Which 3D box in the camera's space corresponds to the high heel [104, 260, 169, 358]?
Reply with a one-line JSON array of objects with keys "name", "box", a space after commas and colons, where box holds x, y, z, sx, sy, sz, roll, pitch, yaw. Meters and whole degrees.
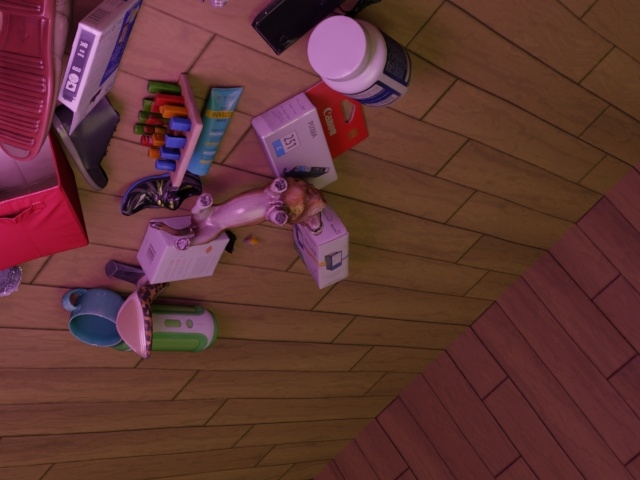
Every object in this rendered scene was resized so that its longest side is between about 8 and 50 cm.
[{"name": "high heel", "box": [-0.386, 0.165, 2.173, 0.093, 0.261, 0.186, -37, 149, 23]}]

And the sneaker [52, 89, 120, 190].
[{"name": "sneaker", "box": [-0.424, -0.187, 1.805, 0.118, 0.083, 0.222, -30, 149, -9]}]

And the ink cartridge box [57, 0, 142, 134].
[{"name": "ink cartridge box", "box": [-0.376, -0.311, 1.589, 0.206, 0.045, 0.208, -71, -173, -55]}]

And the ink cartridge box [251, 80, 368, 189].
[{"name": "ink cartridge box", "box": [-0.003, -0.238, 2.174, 0.261, 0.066, 0.296, -31, 150, -5]}]

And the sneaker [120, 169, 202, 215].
[{"name": "sneaker", "box": [-0.340, -0.098, 2.022, 0.188, 0.078, 0.067, -22, 148, -21]}]

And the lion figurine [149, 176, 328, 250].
[{"name": "lion figurine", "box": [-0.175, -0.062, 2.111, 0.392, 0.142, 0.240, -6, -179, -3]}]

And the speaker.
[{"name": "speaker", "box": [-0.400, 0.221, 2.376, 0.296, 0.131, 0.131, 9, 129, -51]}]

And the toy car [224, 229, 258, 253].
[{"name": "toy car", "box": [-0.210, 0.015, 2.344, 0.040, 0.060, 0.122, -16, 157, 37]}]

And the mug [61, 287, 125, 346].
[{"name": "mug", "box": [-0.515, 0.163, 2.184, 0.129, 0.097, 0.157, 1, 138, 7]}]

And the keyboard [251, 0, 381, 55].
[{"name": "keyboard", "box": [0.021, -0.487, 1.875, 0.317, 0.033, 0.201, -38, 149, 7]}]

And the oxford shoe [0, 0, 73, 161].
[{"name": "oxford shoe", "box": [-0.444, -0.297, 1.499, 0.130, 0.123, 0.348, -43, 150, -64]}]

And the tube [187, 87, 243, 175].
[{"name": "tube", "box": [-0.229, -0.234, 1.977, 0.080, 0.052, 0.207, -15, 140, -48]}]

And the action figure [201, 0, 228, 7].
[{"name": "action figure", "box": [-0.174, -0.490, 1.566, 0.276, 0.141, 0.164, -19, 148, -32]}]

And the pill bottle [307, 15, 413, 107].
[{"name": "pill bottle", "box": [0.082, -0.368, 1.933, 0.153, 0.153, 0.265, -44, 162, 15]}]

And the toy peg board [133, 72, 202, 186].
[{"name": "toy peg board", "box": [-0.302, -0.217, 1.823, 0.079, 0.160, 0.161, 4, 134, -27]}]

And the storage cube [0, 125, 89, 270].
[{"name": "storage cube", "box": [-0.543, -0.086, 1.692, 0.184, 0.215, 0.193, -17, 148, -7]}]

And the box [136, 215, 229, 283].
[{"name": "box", "box": [-0.322, 0.018, 2.194, 0.170, 0.091, 0.130, -7, 140, -39]}]

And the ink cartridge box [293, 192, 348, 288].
[{"name": "ink cartridge box", "box": [0.000, 0.000, 2.428, 0.093, 0.154, 0.212, -24, 149, -16]}]

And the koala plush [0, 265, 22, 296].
[{"name": "koala plush", "box": [-0.697, 0.089, 1.845, 0.221, 0.203, 0.196, -37, 153, -21]}]
